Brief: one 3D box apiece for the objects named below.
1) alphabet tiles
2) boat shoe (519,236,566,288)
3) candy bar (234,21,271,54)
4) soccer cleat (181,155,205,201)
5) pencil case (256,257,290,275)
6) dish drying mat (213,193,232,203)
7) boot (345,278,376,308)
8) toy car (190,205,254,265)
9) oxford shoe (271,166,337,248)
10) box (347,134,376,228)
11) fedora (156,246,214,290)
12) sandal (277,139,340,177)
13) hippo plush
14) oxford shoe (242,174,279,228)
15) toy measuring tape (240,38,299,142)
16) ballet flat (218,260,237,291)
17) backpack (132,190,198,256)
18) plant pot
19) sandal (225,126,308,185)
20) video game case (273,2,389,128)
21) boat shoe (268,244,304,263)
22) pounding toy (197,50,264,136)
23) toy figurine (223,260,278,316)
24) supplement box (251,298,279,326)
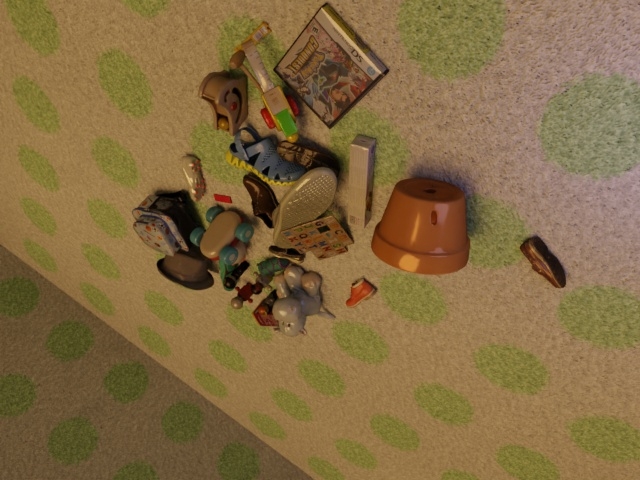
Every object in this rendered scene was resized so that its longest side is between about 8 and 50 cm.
[{"bbox_3d":[0.000,0.000,1.905,0.198,0.009,0.237,-18,144,17],"label":"alphabet tiles"},{"bbox_3d":[0.658,0.069,1.573,0.178,0.064,0.060,51,143,-6],"label":"boat shoe"},{"bbox_3d":[-0.205,-0.598,1.598,0.161,0.018,0.040,-23,115,45],"label":"candy bar"},{"bbox_3d":[-0.505,-0.246,2.104,0.076,0.068,0.196,20,129,26],"label":"soccer cleat"},{"bbox_3d":[-0.194,0.099,2.196,0.065,0.070,0.152,23,150,-38],"label":"pencil case"},{"bbox_3d":[-0.391,-0.167,2.135,0.083,0.008,0.032,12,132,28],"label":"dish drying mat"},{"bbox_3d":[0.139,0.204,2.069,0.084,0.059,0.158,46,130,-5],"label":"boot"},{"bbox_3d":[-0.363,0.011,2.185,0.219,0.210,0.238,28,169,31],"label":"toy car"},{"bbox_3d":[-0.072,-0.125,1.824,0.169,0.130,0.449,4,151,-18],"label":"oxford shoe"},{"bbox_3d":[0.131,-0.181,1.711,0.067,0.063,0.324,17,135,20],"label":"box"},{"bbox_3d":[-0.599,0.104,2.406,0.276,0.244,0.124,27,110,25],"label":"fedora"},{"bbox_3d":[-0.035,-0.270,1.741,0.219,0.060,0.090,21,124,-5],"label":"sandal"},{"bbox_3d":[-0.121,0.275,2.174,0.234,0.236,0.294,7,130,30],"label":"hippo plush"},{"bbox_3d":[-0.220,-0.142,1.972,0.083,0.096,0.227,-18,114,46],"label":"oxford shoe"},{"bbox_3d":[-0.153,-0.450,1.628,0.121,0.121,0.330,-7,121,39],"label":"toy measuring tape"},{"bbox_3d":[-0.415,0.121,2.377,0.087,0.083,0.247,44,145,31],"label":"ballet flat"},{"bbox_3d":[-0.672,-0.070,2.285,0.263,0.213,0.276,19,140,35],"label":"backpack"},{"bbox_3d":[0.303,-0.056,1.562,0.291,0.291,0.203,16,119,23],"label":"plant pot"},{"bbox_3d":[-0.185,-0.286,1.798,0.318,0.126,0.138,22,133,15],"label":"sandal"},{"bbox_3d":[0.022,-0.487,1.527,0.248,0.035,0.275,45,139,-9],"label":"video game case"},{"bbox_3d":[-0.134,0.044,2.117,0.152,0.056,0.049,17,131,9],"label":"boat shoe"},{"bbox_3d":[-0.277,-0.442,1.679,0.155,0.154,0.269,24,142,15],"label":"pounding toy"},{"bbox_3d":[-0.299,0.215,2.313,0.210,0.148,0.213,15,134,24],"label":"toy figurine"},{"bbox_3d":[-0.197,0.321,2.373,0.188,0.104,0.080,-4,125,38],"label":"supplement box"}]
